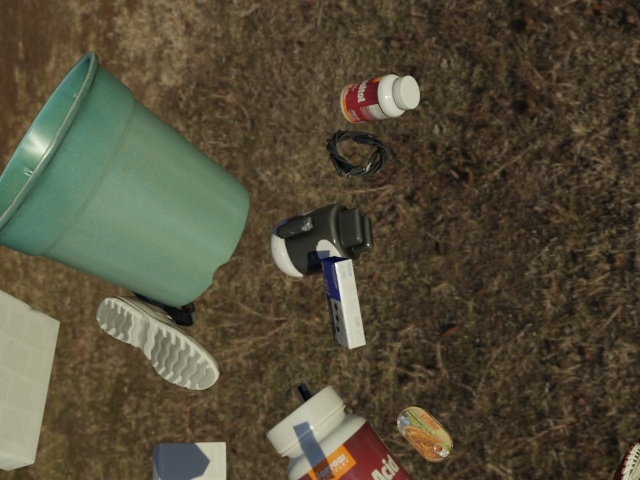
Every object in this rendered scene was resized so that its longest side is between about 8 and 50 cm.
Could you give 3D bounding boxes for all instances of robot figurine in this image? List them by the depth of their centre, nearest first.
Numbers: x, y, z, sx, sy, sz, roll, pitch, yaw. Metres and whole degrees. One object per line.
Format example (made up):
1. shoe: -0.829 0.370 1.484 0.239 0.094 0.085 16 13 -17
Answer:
1. robot figurine: -0.001 -0.003 1.836 0.278 0.173 0.209 -15 116 27

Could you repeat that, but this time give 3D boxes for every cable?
1. cable: 0.094 -0.240 1.828 0.047 0.150 0.184 78 172 -49

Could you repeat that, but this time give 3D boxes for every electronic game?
1. electronic game: -0.413 0.141 1.793 0.048 0.229 0.229 -49 43 6

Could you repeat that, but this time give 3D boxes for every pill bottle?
1. pill bottle: 0.121 -0.288 1.403 0.152 0.086 0.086 -2 89 42
2. pill bottle: 0.067 0.536 1.558 0.392 0.224 0.224 51 137 9

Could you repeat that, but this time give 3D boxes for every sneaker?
1. sneaker: 0.649 0.440 1.359 0.092 0.225 0.088 34 137 33
2. sneaker: -0.312 0.190 1.409 0.281 0.115 0.105 36 111 10

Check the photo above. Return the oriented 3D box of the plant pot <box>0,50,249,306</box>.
1. plant pot: -0.322 -0.069 1.143 0.341 0.334 0.341 -36 35 31

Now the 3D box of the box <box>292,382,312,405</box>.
1. box: -0.031 0.461 1.924 0.137 0.027 0.094 62 165 5

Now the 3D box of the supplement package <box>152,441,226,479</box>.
1. supplement package: -0.356 0.605 1.872 0.105 0.179 0.105 137 134 -57

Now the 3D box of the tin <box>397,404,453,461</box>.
1. tin: 0.319 0.584 2.103 0.189 0.040 0.106 45 106 13

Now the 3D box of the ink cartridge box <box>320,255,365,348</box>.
1. ink cartridge box: 0.052 0.144 1.639 0.097 0.046 0.207 -169 68 -68

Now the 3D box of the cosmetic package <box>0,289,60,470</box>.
1. cosmetic package: -0.769 0.304 1.603 0.097 0.284 0.377 -19 51 19
